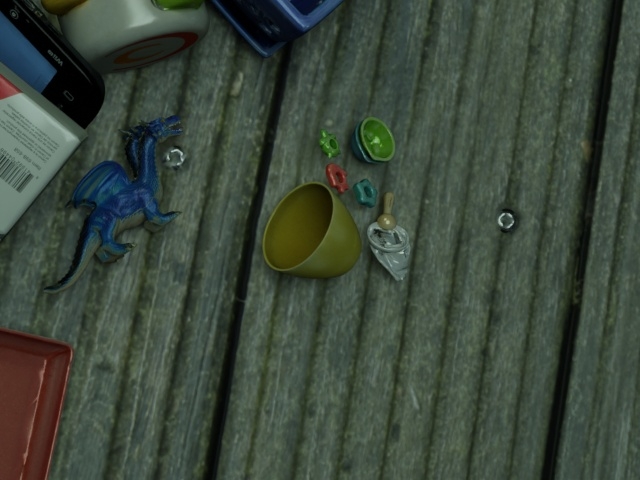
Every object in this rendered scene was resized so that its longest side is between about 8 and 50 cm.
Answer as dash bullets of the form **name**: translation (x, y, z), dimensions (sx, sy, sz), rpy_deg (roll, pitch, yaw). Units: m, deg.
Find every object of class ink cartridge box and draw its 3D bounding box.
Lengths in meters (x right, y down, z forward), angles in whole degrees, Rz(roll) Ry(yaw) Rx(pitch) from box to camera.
- **ink cartridge box**: translation (-0.456, -0.088, 1.839), dimensions (0.197, 0.114, 0.273), rpy_deg (40, 94, -7)

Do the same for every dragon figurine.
- **dragon figurine**: translation (-0.285, -0.051, 1.941), dimensions (0.289, 0.085, 0.144), rpy_deg (-38, 93, -18)

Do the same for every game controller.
- **game controller**: translation (-0.411, -0.267, 1.897), dimensions (0.319, 0.166, 0.067), rpy_deg (46, 60, -5)

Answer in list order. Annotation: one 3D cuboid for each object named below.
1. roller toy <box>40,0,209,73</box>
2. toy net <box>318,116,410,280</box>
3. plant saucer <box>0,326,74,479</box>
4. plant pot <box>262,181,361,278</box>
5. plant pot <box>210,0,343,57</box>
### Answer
- **roller toy**: translation (-0.257, -0.315, 1.935), dimensions (0.209, 0.191, 0.146), rpy_deg (-18, 86, -4)
- **toy net**: translation (0.076, -0.057, 2.043), dimensions (0.122, 0.045, 0.232), rpy_deg (-10, 78, -49)
- **plant saucer**: translation (-0.458, 0.230, 1.839), dimensions (0.259, 0.047, 0.258), rpy_deg (17, 77, -31)
- **plant pot**: translation (0.000, 0.000, 2.006), dimensions (0.095, 0.134, 0.134), rpy_deg (32, 72, -37)
- **plant pot**: translation (-0.053, -0.405, 1.992), dimensions (0.236, 0.212, 0.236), rpy_deg (47, 69, -4)
